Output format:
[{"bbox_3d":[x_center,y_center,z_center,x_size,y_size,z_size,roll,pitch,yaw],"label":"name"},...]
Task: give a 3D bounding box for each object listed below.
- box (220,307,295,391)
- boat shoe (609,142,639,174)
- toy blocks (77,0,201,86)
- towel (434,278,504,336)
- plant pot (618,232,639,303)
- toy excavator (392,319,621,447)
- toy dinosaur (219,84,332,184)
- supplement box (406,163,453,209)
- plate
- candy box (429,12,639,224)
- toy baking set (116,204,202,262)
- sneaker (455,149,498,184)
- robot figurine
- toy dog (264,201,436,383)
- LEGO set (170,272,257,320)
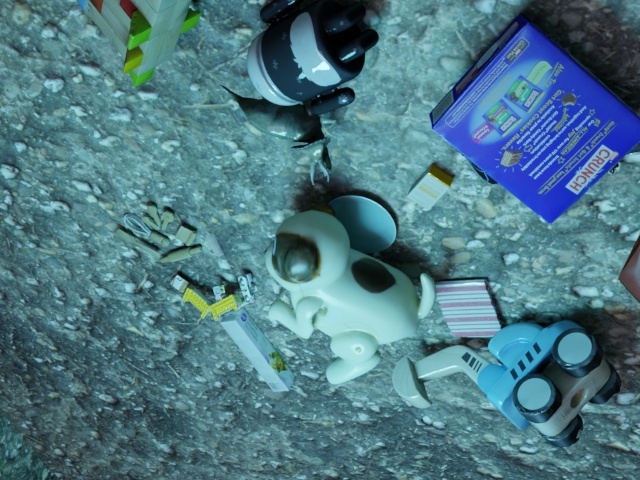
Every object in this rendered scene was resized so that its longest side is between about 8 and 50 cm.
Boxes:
[{"bbox_3d":[-0.188,0.335,2.599,0.067,0.063,0.324,-13,125,33],"label":"box"},{"bbox_3d":[0.582,-0.155,1.730,0.065,0.075,0.206,39,132,-10],"label":"boat shoe"},{"bbox_3d":[-0.398,-0.531,1.765,0.261,0.191,0.381,51,151,3],"label":"toy blocks"},{"bbox_3d":[0.382,0.173,2.190,0.144,0.029,0.197,-5,127,29],"label":"towel"},{"bbox_3d":[0.761,0.028,1.705,0.235,0.267,0.267,30,139,14],"label":"plant pot"},{"bbox_3d":[0.453,0.335,2.156,0.222,0.433,0.445,44,178,-43],"label":"toy excavator"},{"bbox_3d":[-0.081,-0.275,1.870,0.313,0.160,0.121,30,137,-6],"label":"toy dinosaur"},{"bbox_3d":[0.251,-0.122,1.951,0.062,0.036,0.098,33,137,-7],"label":"supplement box"},{"bbox_3d":[0.100,-0.045,2.111,0.188,0.024,0.188,14,137,14],"label":"plate"},{"bbox_3d":[0.416,-0.230,1.645,0.317,0.122,0.268,38,114,-11],"label":"candy box"},{"bbox_3d":[-0.454,-0.015,2.412,0.256,0.030,0.197,-20,118,38],"label":"toy baking set"},{"bbox_3d":[0.324,-0.197,1.801,0.081,0.090,0.232,-14,124,36],"label":"sneaker"},{"bbox_3d":[-0.020,-0.382,1.731,0.278,0.209,0.173,-18,159,37],"label":"robot figurine"},{"bbox_3d":[0.036,0.109,2.072,0.395,0.284,0.408,-18,125,44],"label":"toy dog"},{"bbox_3d":[-0.296,0.158,2.478,0.287,0.107,0.132,-1,97,33],"label":"LEGO set"}]
